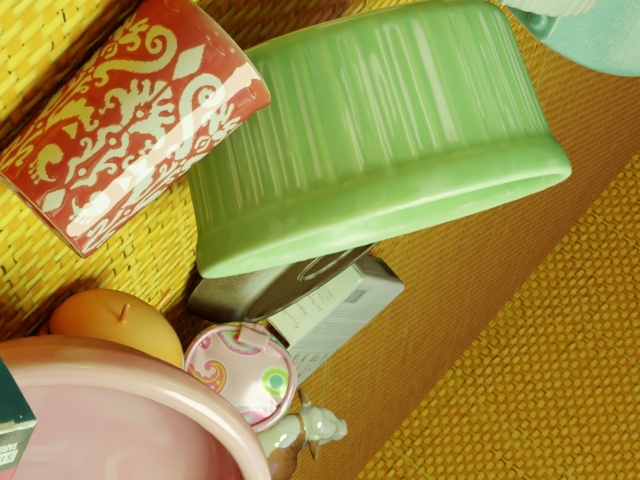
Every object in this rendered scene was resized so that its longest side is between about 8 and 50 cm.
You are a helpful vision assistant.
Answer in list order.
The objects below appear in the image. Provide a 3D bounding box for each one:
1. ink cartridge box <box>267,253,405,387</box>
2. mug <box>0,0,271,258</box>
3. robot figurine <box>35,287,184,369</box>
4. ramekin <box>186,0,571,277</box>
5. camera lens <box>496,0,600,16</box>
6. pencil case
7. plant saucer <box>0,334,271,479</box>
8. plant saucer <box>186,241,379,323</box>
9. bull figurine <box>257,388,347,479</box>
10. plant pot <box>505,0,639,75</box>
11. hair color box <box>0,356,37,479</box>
[{"bbox_3d":[-0.017,0.114,2.027,0.239,0.060,0.275,-42,168,7],"label":"ink cartridge box"},{"bbox_3d":[-0.130,-0.071,1.091,0.169,0.113,0.150,-46,164,-10],"label":"mug"},{"bbox_3d":[-0.200,0.133,1.338,0.158,0.128,0.219,24,109,-32],"label":"robot figurine"},{"bbox_3d":[0.032,-0.081,1.246,0.303,0.148,0.303,-15,176,-1],"label":"ramekin"},{"bbox_3d":[0.194,-0.339,1.205,0.219,0.219,0.274,-34,158,-51],"label":"camera lens"},{"bbox_3d":[-0.088,0.148,1.658,0.124,0.124,0.284,-50,178,-6],"label":"pencil case"},{"bbox_3d":[-0.205,0.190,1.234,0.084,0.332,0.332,-100,-149,-49],"label":"plant saucer"},{"bbox_3d":[0.000,0.000,1.647,0.310,0.050,0.310,-35,169,-8],"label":"plant saucer"},{"bbox_3d":[-0.104,0.332,2.180,0.310,0.101,0.188,-33,161,-24],"label":"bull figurine"},{"bbox_3d":[0.288,-0.311,1.563,0.252,0.247,0.248,-18,148,-36],"label":"plant pot"},{"bbox_3d":[-0.334,0.214,1.070,0.174,0.105,0.347,-8,139,-40],"label":"hair color box"}]
